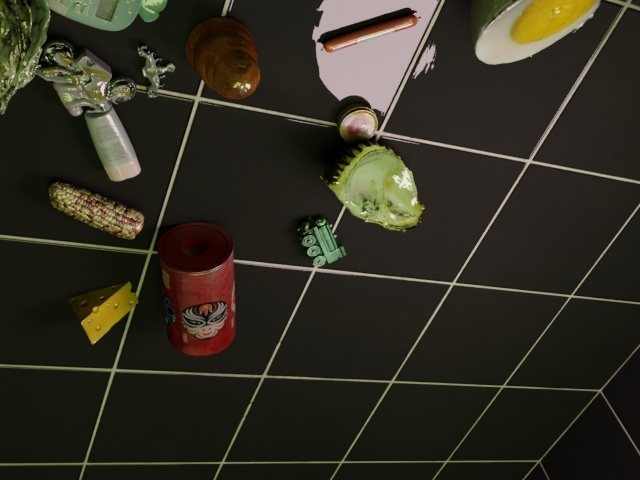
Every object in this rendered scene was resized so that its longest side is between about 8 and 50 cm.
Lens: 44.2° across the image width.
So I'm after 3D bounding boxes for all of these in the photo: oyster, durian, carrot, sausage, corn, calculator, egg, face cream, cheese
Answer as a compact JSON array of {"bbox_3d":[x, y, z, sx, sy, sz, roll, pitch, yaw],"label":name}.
[{"bbox_3d":[-0.664,-0.391,1.633,0.158,0.162,0.351,-21,154,-43],"label":"oyster"},{"bbox_3d":[0.158,-0.143,2.090,0.163,0.198,0.394,-43,138,23],"label":"durian"},{"bbox_3d":[-0.199,-0.378,1.741,0.159,0.225,0.159,-13,133,-14],"label":"carrot"},{"bbox_3d":[0.120,-0.492,1.869,0.253,0.034,0.034,-18,135,-2],"label":"sausage"},{"bbox_3d":[-0.566,-0.076,1.984,0.253,0.086,0.086,25,120,-34],"label":"corn"},{"bbox_3d":[-0.464,-0.532,1.629,0.295,0.042,0.184,15,125,-26],"label":"calculator"},{"bbox_3d":[0.466,-0.567,1.802,0.337,0.201,0.337,-21,160,-8],"label":"egg"},{"bbox_3d":[-0.497,-0.232,1.884,0.084,0.057,0.198,-15,136,-4],"label":"face cream"},{"bbox_3d":[-0.600,0.187,2.225,0.171,0.126,0.093,-28,131,-19],"label":"cheese"}]

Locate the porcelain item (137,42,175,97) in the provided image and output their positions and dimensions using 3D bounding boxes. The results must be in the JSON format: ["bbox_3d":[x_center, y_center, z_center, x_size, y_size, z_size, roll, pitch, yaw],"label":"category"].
[{"bbox_3d":[-0.369,-0.391,1.803,0.075,0.021,0.136,-11,134,-9],"label":"porcelain item"}]

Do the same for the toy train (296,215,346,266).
[{"bbox_3d":[0.000,0.000,2.263,0.111,0.071,0.170,-28,134,-5],"label":"toy train"}]

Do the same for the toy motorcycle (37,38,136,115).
[{"bbox_3d":[-0.533,-0.346,1.754,0.225,0.073,0.152,27,118,-39],"label":"toy motorcycle"}]

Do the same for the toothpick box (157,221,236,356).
[{"bbox_3d":[-0.336,0.137,2.178,0.204,0.204,0.333,-7,132,-13],"label":"toothpick box"}]

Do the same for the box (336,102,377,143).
[{"bbox_3d":[0.095,-0.302,2.034,0.105,0.037,0.105,-10,134,-10],"label":"box"}]
